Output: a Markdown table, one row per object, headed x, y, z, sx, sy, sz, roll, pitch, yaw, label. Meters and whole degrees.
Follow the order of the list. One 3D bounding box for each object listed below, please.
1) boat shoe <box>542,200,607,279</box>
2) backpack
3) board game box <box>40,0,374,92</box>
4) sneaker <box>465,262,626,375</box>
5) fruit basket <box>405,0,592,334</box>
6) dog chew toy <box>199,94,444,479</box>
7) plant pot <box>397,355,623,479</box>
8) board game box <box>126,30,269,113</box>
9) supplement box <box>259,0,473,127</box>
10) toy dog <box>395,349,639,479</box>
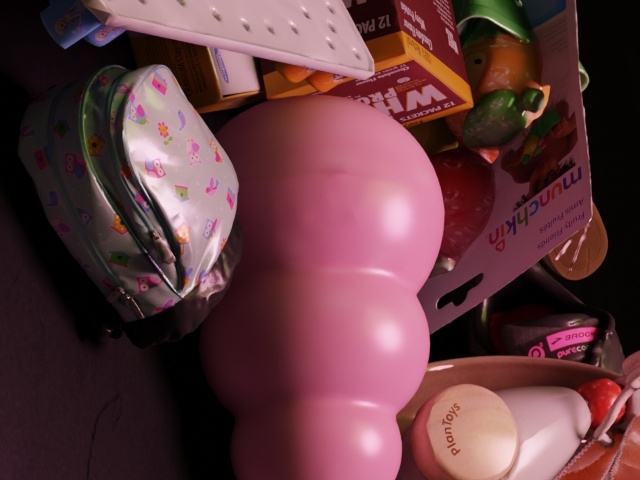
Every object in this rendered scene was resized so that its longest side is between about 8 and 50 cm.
| x | y | z | sx | sy | sz | roll | pitch | yaw | label |
| --- | --- | --- | --- | --- | --- | --- | --- | --- | --- |
| 0.267 | -0.106 | 2.610 | 0.110 | 0.122 | 0.341 | 28 | -38 | 62 | boat shoe |
| -0.128 | -0.036 | 1.378 | 0.182 | 0.115 | 0.152 | 60 | 26 | -29 | backpack |
| -0.145 | -0.287 | 1.424 | 0.390 | 0.050 | 0.390 | 2 | 57 | -63 | board game box |
| 0.250 | 0.185 | 2.050 | 0.483 | 0.185 | 0.202 | -122 | -168 | -51 | sneaker |
| 0.119 | -0.078 | 1.866 | 0.165 | 0.327 | 0.353 | 31 | 43 | -25 | fruit basket |
| -0.004 | 0.061 | 1.543 | 0.206 | 0.207 | 0.332 | 34 | 51 | -63 | dog chew toy |
| 0.174 | 0.250 | 1.863 | 0.263 | 0.263 | 0.229 | -45 | 135 | -69 | plant pot |
| -0.092 | -0.233 | 1.720 | 0.316 | 0.064 | 0.242 | -19 | 93 | -72 | board game box |
| 0.028 | -0.208 | 1.737 | 0.191 | 0.129 | 0.194 | 25 | 51 | -67 | supplement box |
| 0.190 | 0.194 | 1.622 | 0.220 | 0.334 | 0.161 | 98 | -19 | -77 | toy dog |
